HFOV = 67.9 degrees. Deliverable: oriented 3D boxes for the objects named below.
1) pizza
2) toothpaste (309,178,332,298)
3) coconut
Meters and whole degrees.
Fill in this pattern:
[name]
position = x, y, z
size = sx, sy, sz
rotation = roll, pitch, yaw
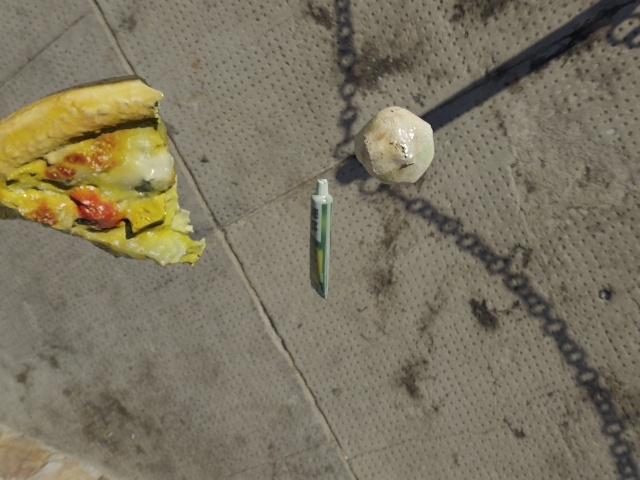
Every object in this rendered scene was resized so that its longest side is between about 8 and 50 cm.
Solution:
[pizza]
position = -0.227, -0.043, 0.550
size = 0.280, 0.075, 0.287
rotation = -28, 137, 17
[toothpaste]
position = 0.000, 0.000, 0.719
size = 0.049, 0.032, 0.204
rotation = 43, 141, 45
[coconut]
position = 0.176, -0.219, 1.124
size = 0.195, 0.194, 0.194
rotation = 3, 104, 14
